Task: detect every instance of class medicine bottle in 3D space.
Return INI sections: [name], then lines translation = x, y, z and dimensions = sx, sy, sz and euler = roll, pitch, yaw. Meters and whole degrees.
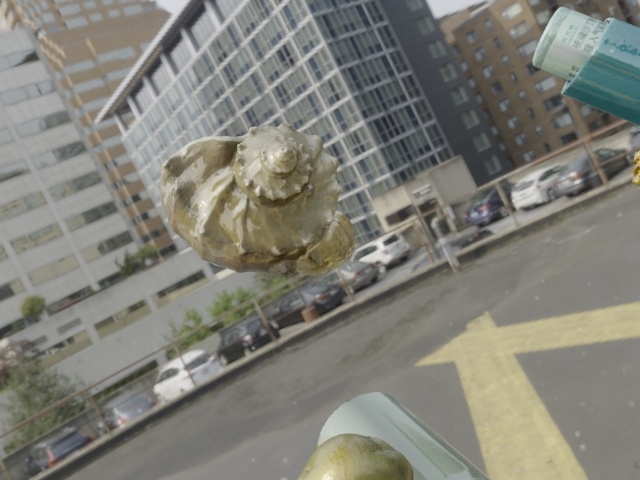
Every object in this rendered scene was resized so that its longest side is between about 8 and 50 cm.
[medicine bottle]
translation = 0.336, -0.142, 0.651
dimensions = 0.079, 0.258, 0.124
euler = -60, -14, -4

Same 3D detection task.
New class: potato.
[potato]
translation = 0.035, 0.367, 0.953
dimensions = 0.194, 0.157, 0.157
euler = -59, 5, -2

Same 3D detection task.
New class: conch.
[conch]
translation = -0.113, -0.038, 1.007
dimensions = 0.263, 0.186, 0.324
euler = 11, -43, -12

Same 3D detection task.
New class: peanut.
[peanut]
translation = 0.000, 0.000, 1.319
dimensions = 0.130, 0.130, 0.290
euler = -26, 3, 11

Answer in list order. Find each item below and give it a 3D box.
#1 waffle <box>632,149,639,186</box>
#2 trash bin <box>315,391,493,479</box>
[waffle]
translation = 0.681, -0.179, 1.287
dimensions = 0.197, 0.070, 0.193
euler = -67, 6, -25
[trash bin]
translation = 0.184, 0.517, 1.357
dimensions = 0.280, 0.280, 0.432
euler = -28, 27, -15
